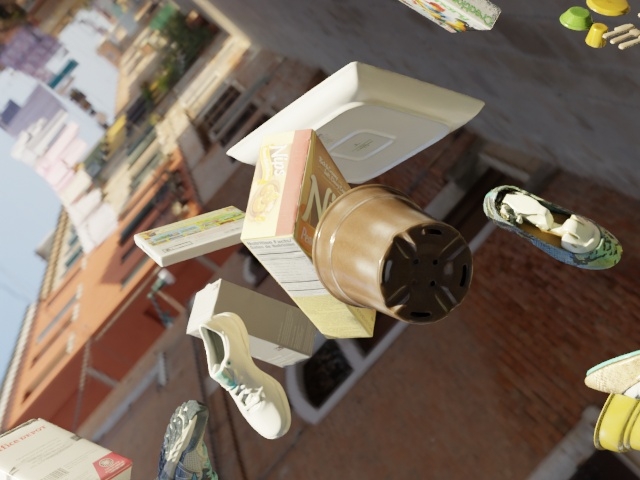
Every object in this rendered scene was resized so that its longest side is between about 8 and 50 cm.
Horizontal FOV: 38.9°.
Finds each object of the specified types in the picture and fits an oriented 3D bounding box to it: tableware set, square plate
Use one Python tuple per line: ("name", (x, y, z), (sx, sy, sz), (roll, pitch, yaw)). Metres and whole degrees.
("tableware set", (0.345, -0.245, 1.002), (0.104, 0.154, 0.024), (47, 149, 35))
("square plate", (0.067, -0.188, 1.640), (0.344, 0.347, 0.049), (6, -116, -43))

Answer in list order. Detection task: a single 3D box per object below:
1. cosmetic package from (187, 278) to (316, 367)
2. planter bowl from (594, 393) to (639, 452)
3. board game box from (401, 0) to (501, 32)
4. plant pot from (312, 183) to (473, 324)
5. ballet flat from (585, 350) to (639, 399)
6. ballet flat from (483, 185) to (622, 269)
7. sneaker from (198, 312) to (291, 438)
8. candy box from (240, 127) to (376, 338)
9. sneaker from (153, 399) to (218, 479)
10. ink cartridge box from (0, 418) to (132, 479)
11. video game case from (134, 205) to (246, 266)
("cosmetic package", (-0.139, 0.173, 1.867), (0.238, 0.107, 0.127), (19, 154, -23))
("planter bowl", (0.521, 0.256, 1.384), (0.090, 0.217, 0.217), (36, 180, 37))
("board game box", (0.198, -0.523, 1.855), (0.305, 0.053, 0.193), (26, -177, -19))
("plant pot", (0.096, 0.022, 1.123), (0.167, 0.167, 0.165), (40, 175, -23))
("ballet flat", (0.387, 0.139, 0.988), (0.073, 0.206, 0.067), (14, -128, -45))
("ballet flat", (0.298, -0.018, 1.165), (0.189, 0.070, 0.070), (22, 179, 12))
("sneaker", (-0.125, 0.211, 1.374), (0.212, 0.080, 0.094), (59, -161, 11))
("candy box", (0.000, 0.000, 1.369), (0.316, 0.088, 0.182), (53, -142, -50))
("sneaker", (-0.230, 0.411, 1.619), (0.122, 0.282, 0.110), (14, -159, -13))
("ink cartridge box", (-0.449, 0.395, 1.507), (0.218, 0.092, 0.159), (18, -159, 25))
("video game case", (-0.245, -0.012, 1.847), (0.206, 0.227, 0.026), (27, 132, 62))
